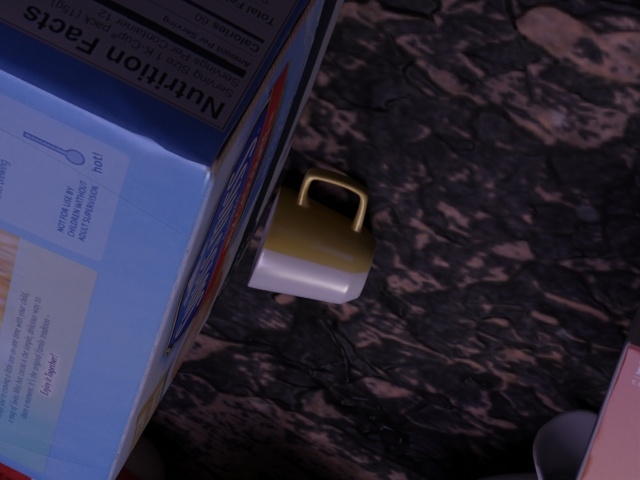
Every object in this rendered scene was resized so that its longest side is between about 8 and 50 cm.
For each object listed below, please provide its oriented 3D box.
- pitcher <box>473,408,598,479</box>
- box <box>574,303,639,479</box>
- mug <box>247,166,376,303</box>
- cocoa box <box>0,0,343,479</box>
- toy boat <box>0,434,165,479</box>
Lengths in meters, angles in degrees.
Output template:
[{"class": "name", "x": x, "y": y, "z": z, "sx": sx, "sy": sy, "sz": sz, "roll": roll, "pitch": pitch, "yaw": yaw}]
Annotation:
[{"class": "pitcher", "x": 0.145, "y": 0.222, "z": 1.256, "sx": 0.178, "sy": 0.125, "sz": 0.207, "roll": 51, "pitch": 138, "yaw": 5}, {"class": "box", "x": 0.207, "y": 0.130, "z": 1.075, "sx": 0.130, "sy": 0.091, "sz": 0.170, "roll": 19, "pitch": 116, "yaw": 10}, {"class": "mug", "x": -0.001, "y": 0.004, "z": 1.139, "sx": 0.064, "sy": 0.062, "sz": 0.078, "roll": 19, "pitch": 153, "yaw": -3}, {"class": "cocoa box", "x": -0.138, "y": -0.068, "z": 0.981, "sx": 0.231, "sy": 0.228, "sz": 0.347, "roll": 26, "pitch": 146, "yaw": 1}, {"class": "toy boat", "x": -0.208, "y": 0.212, "z": 1.465, "sx": 0.151, "sy": 0.151, "sz": 0.231, "roll": 24, "pitch": 146, "yaw": 4}]
